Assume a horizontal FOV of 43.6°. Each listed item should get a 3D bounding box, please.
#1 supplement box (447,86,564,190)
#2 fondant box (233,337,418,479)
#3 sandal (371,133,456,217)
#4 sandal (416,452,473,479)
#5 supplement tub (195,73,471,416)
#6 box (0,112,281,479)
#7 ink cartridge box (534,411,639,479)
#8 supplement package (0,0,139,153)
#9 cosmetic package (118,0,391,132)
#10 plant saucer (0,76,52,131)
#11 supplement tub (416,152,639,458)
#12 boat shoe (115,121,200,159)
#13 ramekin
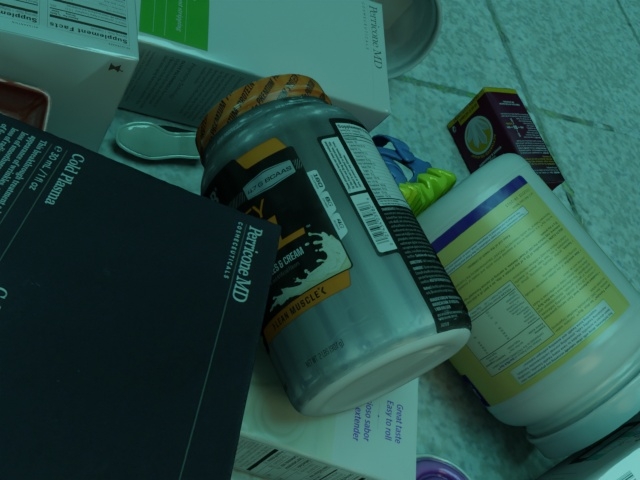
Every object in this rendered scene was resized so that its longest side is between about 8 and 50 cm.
[{"bbox_3d":[0.300,-0.144,1.305,0.081,0.104,0.188,-4,62,-35],"label":"supplement box"},{"bbox_3d":[-0.052,0.130,0.883,0.330,0.096,0.238,24,49,-19],"label":"fondant box"},{"bbox_3d":[0.071,-0.069,1.068,0.138,0.126,0.317,43,21,9],"label":"sandal"},{"bbox_3d":[0.200,0.381,0.800,0.169,0.102,0.416,-11,48,-37],"label":"sandal"},{"bbox_3d":[0.000,0.000,0.811,0.194,0.193,0.316,-10,63,-38],"label":"supplement tub"},{"bbox_3d":[-0.222,0.095,0.583,0.312,0.179,0.343,22,39,-11],"label":"box"},{"bbox_3d":[0.383,0.314,0.901,0.270,0.197,0.198,-29,76,-12],"label":"ink cartridge box"},{"bbox_3d":[-0.332,-0.254,0.893,0.198,0.199,0.262,7,56,-29],"label":"supplement package"},{"bbox_3d":[-0.100,-0.255,1.070,0.366,0.155,0.197,9,64,-27],"label":"cosmetic package"},{"bbox_3d":[-0.408,-0.047,0.745,0.258,0.048,0.259,12,79,-26],"label":"plant saucer"},{"bbox_3d":[0.259,0.082,1.023,0.241,0.241,0.331,-30,79,-43],"label":"supplement tub"},{"bbox_3d":[-0.198,-0.126,1.005,0.125,0.038,0.046,-1,102,-28],"label":"boat shoe"},{"bbox_3d":[0.080,-0.363,1.250,0.207,0.207,0.109,16,43,-24],"label":"ramekin"}]
